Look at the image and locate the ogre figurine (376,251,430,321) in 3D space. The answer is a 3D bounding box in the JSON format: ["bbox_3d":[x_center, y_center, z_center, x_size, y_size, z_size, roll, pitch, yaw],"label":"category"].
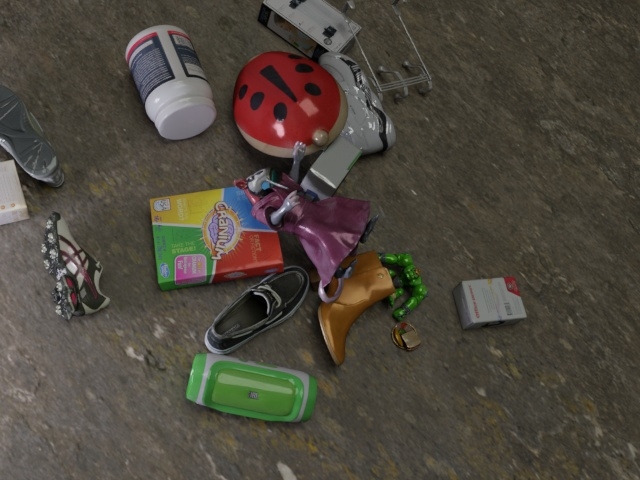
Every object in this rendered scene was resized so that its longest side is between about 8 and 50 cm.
[{"bbox_3d":[0.221,0.110,1.942,0.118,0.097,0.197,-23,57,-7],"label":"ogre figurine"}]

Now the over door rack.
[{"bbox_3d":[0.205,-0.603,2.235,0.239,0.108,0.324,-20,93,-32],"label":"over door rack"}]

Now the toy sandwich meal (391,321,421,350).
[{"bbox_3d":[0.234,0.258,1.906,0.086,0.029,0.085,7,64,-14],"label":"toy sandwich meal"}]

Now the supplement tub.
[{"bbox_3d":[-0.413,-0.439,1.950,0.191,0.191,0.272,-16,71,-23],"label":"supplement tub"}]

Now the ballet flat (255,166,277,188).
[{"bbox_3d":[-0.154,-0.105,1.951,0.068,0.072,0.213,-8,64,9],"label":"ballet flat"}]

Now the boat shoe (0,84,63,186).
[{"bbox_3d":[-0.777,-0.270,1.821,0.118,0.103,0.320,-40,76,-15],"label":"boat shoe"}]

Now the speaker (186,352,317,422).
[{"bbox_3d":[-0.165,0.354,1.684,0.296,0.131,0.131,13,62,-10],"label":"speaker"}]

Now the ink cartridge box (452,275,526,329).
[{"bbox_3d":[0.478,0.178,1.995,0.175,0.072,0.127,-3,67,-18],"label":"ink cartridge box"}]

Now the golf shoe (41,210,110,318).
[{"bbox_3d":[-0.607,0.058,1.720,0.120,0.105,0.273,-7,73,-37],"label":"golf shoe"}]

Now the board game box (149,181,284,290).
[{"bbox_3d":[-0.270,-0.014,1.824,0.317,0.064,0.242,-9,68,-7],"label":"board game box"}]

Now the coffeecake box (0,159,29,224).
[{"bbox_3d":[-0.835,-0.107,1.732,0.185,0.068,0.142,-15,71,-23],"label":"coffeecake box"}]

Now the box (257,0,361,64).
[{"bbox_3d":[-0.036,-0.695,2.248,0.290,0.087,0.169,36,61,1],"label":"box"}]

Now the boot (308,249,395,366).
[{"bbox_3d":[0.097,0.167,1.834,0.211,0.104,0.295,-15,61,2],"label":"boot"}]

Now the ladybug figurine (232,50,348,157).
[{"bbox_3d":[-0.098,-0.393,1.938,0.305,0.162,0.449,-37,46,-7],"label":"ladybug figurine"}]

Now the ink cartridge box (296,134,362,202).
[{"bbox_3d":[0.012,-0.170,1.940,0.093,0.212,0.154,36,59,-2],"label":"ink cartridge box"}]

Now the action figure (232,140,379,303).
[{"bbox_3d":[-0.055,-0.063,1.770,0.370,0.275,0.248,25,39,5],"label":"action figure"}]

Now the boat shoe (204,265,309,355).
[{"bbox_3d":[-0.145,0.170,1.781,0.121,0.119,0.335,45,61,7],"label":"boat shoe"}]

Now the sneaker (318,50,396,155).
[{"bbox_3d":[0.055,-0.399,2.104,0.210,0.137,0.366,-26,78,-29],"label":"sneaker"}]
